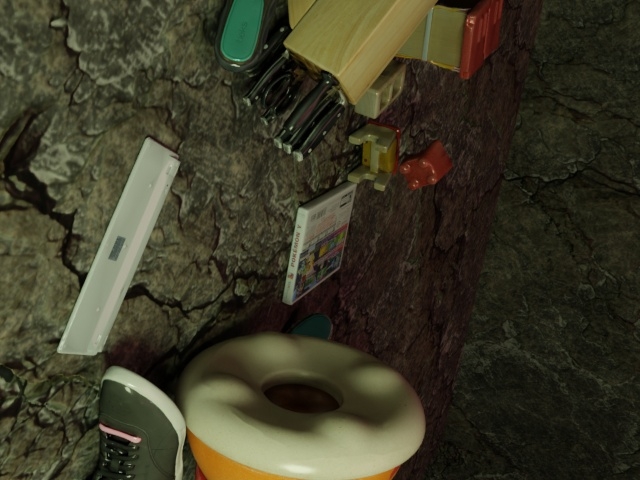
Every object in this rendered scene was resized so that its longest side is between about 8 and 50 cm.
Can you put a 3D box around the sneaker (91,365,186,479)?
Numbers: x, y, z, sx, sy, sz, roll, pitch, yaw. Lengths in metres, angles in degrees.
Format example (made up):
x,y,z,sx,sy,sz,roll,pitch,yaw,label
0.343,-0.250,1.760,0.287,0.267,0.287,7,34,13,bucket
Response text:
x,y,z,sx,sy,sz,roll,pitch,yaw,label
-0.244,0.284,0.958,0.295,0.105,0.146,95,21,-45,sneaker

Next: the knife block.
x,y,z,sx,sy,sz,roll,pitch,yaw,label
0.038,-0.236,0.997,0.088,0.276,0.241,42,41,-68,knife block

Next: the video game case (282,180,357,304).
x,y,z,sx,sy,sz,roll,pitch,yaw,label
0.000,0.000,1.406,0.201,0.023,0.183,-34,139,-58,video game case

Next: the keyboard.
x,y,z,sx,sy,sz,roll,pitch,yaw,label
-0.227,0.010,0.886,0.072,0.014,0.255,29,82,-64,keyboard

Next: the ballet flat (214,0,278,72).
x,y,z,sx,sy,sz,roll,pitch,yaw,label
-0.077,-0.287,0.909,0.074,0.074,0.203,37,69,-68,ballet flat

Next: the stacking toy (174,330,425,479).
x,y,z,sx,sy,sz,roll,pitch,yaw,label
-0.056,0.406,1.152,0.351,0.351,0.479,-26,129,-60,stacking toy

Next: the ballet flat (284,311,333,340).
x,y,z,sx,sy,sz,roll,pitch,yaw,label
-0.062,0.235,1.419,0.241,0.091,0.077,-57,-174,-20,ballet flat

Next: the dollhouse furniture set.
x,y,z,sx,sy,sz,roll,pitch,yaw,label
0.175,-0.261,1.341,0.152,0.201,0.374,-49,150,-42,dollhouse furniture set
